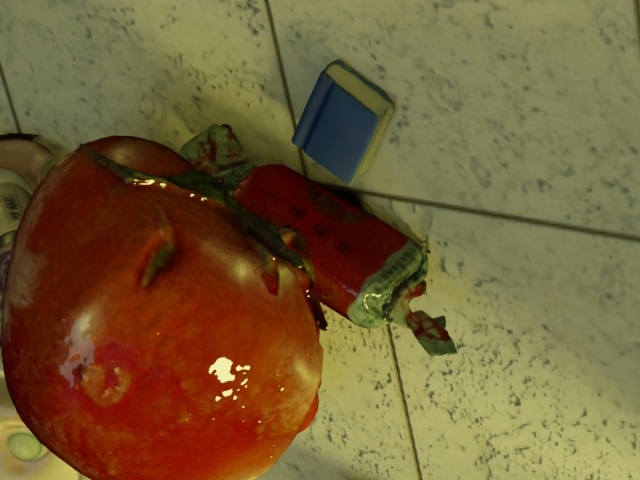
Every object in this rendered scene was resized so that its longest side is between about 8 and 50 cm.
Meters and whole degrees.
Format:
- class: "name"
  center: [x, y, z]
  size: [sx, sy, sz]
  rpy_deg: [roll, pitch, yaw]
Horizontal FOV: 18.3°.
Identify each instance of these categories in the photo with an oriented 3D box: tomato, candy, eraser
- class: "tomato"
  center: [-0.158, 0.079, 1.562]
  size: [0.309, 0.170, 0.309]
  rpy_deg: [5, 101, 25]
- class: "candy"
  center: [0.000, 0.000, 1.614]
  size: [0.292, 0.086, 0.059]
  rpy_deg: [34, 145, 16]
- class: "eraser"
  center: [0.018, -0.093, 1.566]
  size: [0.063, 0.027, 0.084]
  rpy_deg: [38, 139, 12]

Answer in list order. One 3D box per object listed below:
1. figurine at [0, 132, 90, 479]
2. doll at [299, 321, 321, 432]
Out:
- class: "figurine"
  center: [-0.271, 0.106, 1.831]
  size: [0.253, 0.211, 0.361]
  rpy_deg: [9, 125, 41]
- class: "doll"
  center: [-0.098, 0.046, 1.700]
  size: [0.290, 0.130, 0.161]
  rpy_deg: [44, 132, -5]
